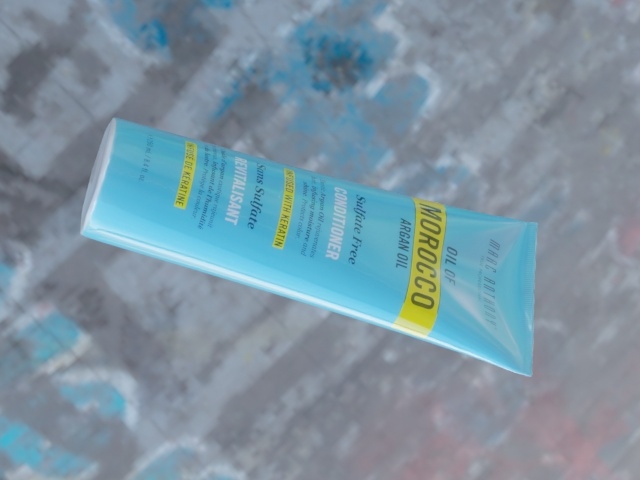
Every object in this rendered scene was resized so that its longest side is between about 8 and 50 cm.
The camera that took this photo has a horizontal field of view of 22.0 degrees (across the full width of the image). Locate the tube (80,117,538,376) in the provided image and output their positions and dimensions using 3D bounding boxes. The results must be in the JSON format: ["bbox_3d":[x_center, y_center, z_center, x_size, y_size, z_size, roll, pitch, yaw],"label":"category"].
[{"bbox_3d":[0.000,0.000,0.724,0.207,0.080,0.052,16,153,-14],"label":"tube"}]
